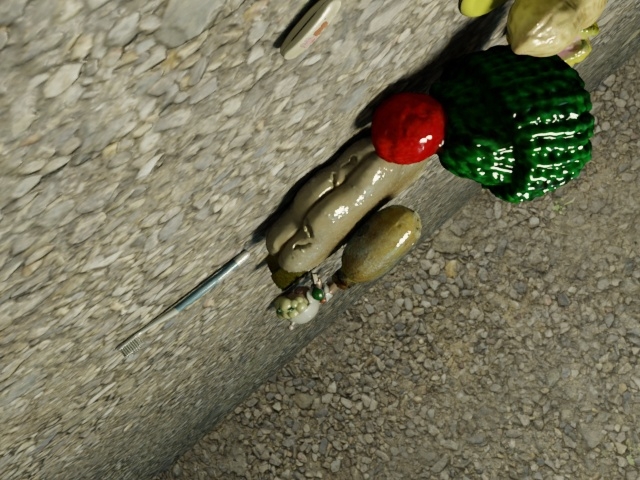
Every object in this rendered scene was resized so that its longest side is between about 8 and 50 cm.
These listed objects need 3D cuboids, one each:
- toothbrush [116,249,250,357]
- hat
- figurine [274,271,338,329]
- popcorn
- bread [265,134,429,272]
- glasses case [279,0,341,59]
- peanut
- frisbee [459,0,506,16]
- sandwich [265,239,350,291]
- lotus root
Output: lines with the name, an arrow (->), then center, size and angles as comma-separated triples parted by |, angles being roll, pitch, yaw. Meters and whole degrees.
toothbrush -> -0.226, 0.106, 1.536 | 0.276, 0.025, 0.019 | -38, 169, -14
hat -> 0.235, -0.171, 1.433 | 0.332, 0.242, 0.274 | -14, -158, -19
figurine -> -0.028, 0.135, 2.224 | 0.197, 0.093, 0.147 | -44, -165, -30
popcorn -> 0.400, -0.354, 1.561 | 0.145, 0.125, 0.126 | -23, -173, -12
bread -> 0.049, -0.081, 1.519 | 0.337, 0.102, 0.183 | -40, 170, -5
glasses case -> -0.011, -0.218, 0.929 | 0.083, 0.021, 0.032 | -45, 171, 25
peanut -> 0.360, -0.356, 1.373 | 0.257, 0.123, 0.123 | -44, 175, -45
frisbee -> 0.286, -0.397, 1.264 | 0.236, 0.017, 0.236 | -39, 171, -8
sandwich -> 0.001, -0.007, 1.770 | 0.235, 0.079, 0.159 | -38, -179, 10
lotus root -> 0.094, 0.015, 1.560 | 0.192, 0.088, 0.113 | -47, 174, 15
